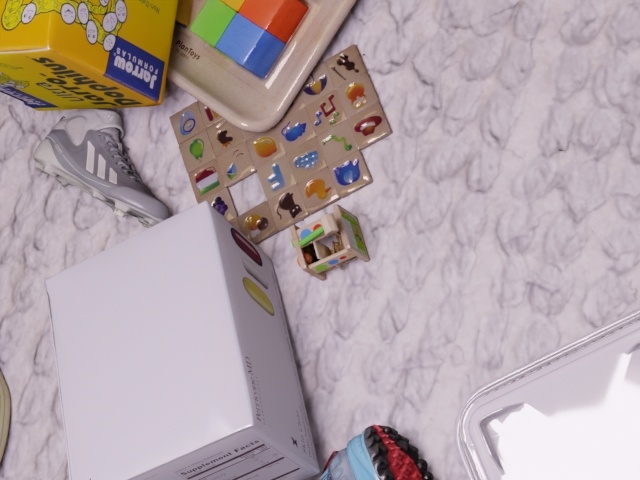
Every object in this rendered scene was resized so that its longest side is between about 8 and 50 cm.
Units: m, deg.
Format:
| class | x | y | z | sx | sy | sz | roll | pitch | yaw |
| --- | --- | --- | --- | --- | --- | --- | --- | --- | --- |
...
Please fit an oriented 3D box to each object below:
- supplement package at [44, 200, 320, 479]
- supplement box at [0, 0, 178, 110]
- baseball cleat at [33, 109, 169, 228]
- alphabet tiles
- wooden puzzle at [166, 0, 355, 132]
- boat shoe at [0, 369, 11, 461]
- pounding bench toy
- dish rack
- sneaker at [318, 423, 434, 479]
| class | x | y | z | sx | sy | sz | roll | pitch | yaw |
| --- | --- | --- | --- | --- | --- | --- | --- | --- | --- |
| supplement package | -0.143 | 0.132 | 1.385 | 0.204 | 0.145 | 0.262 | -25 | 55 | 16 |
| supplement box | -0.278 | -0.341 | 1.518 | 0.195 | 0.194 | 0.356 | 1 | 79 | 32 |
| baseball cleat | -0.240 | -0.090 | 1.572 | 0.206 | 0.072 | 0.109 | 26 | 81 | 26 |
| alphabet tiles | -0.043 | -0.111 | 1.516 | 0.237 | 0.009 | 0.198 | -28 | 64 | 16 |
| wooden puzzle | -0.088 | -0.336 | 1.559 | 0.322 | 0.080 | 0.348 | 36 | 92 | 33 |
| boat shoe | -0.426 | 0.143 | 1.582 | 0.104 | 0.089 | 0.285 | -20 | 67 | 20 |
| pounding bench toy | 0.000 | 0.000 | 1.417 | 0.065 | 0.083 | 0.052 | -24 | 66 | 18 |
| dish rack | 0.278 | 0.231 | 1.219 | 0.285 | 0.072 | 0.333 | -28 | 65 | 16 |
| sneaker | 0.070 | 0.313 | 1.297 | 0.125 | 0.104 | 0.262 | -38 | 56 | 31 |
